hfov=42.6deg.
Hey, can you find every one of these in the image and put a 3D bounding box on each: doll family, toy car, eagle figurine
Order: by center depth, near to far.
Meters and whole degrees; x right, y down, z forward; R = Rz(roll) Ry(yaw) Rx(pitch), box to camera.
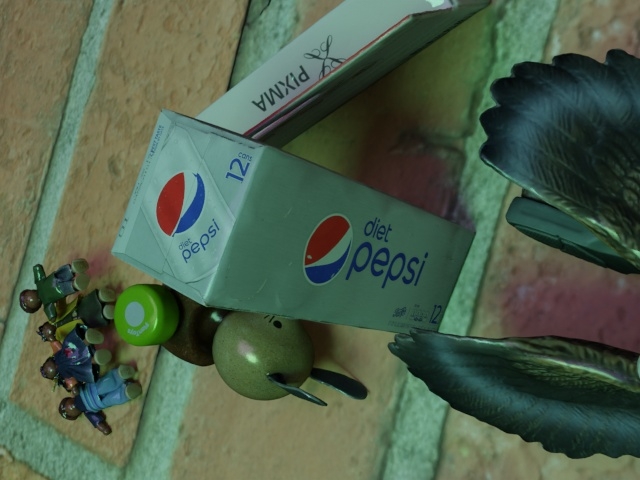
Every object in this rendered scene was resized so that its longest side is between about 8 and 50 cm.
[{"bbox_3d":[0.193,0.056,0.406,0.226,0.225,0.298,-37,40,-7],"label":"eagle figurine"},{"bbox_3d":[-0.045,0.072,0.691,0.188,0.155,0.149,38,104,25],"label":"toy car"},{"bbox_3d":[-0.265,0.116,0.885,0.111,0.076,0.193,-26,70,25],"label":"doll family"}]

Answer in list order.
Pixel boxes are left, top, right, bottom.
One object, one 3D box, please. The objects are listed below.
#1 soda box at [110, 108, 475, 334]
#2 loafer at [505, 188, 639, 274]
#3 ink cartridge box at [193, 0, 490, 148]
[{"bbox_3d":[0.000,0.000,0.577,0.091,0.286,0.098,23,95,35],"label":"soda box"},{"bbox_3d":[0.246,-0.007,0.523,0.267,0.096,0.084,23,89,39],"label":"loafer"},{"bbox_3d":[-0.017,-0.127,0.650,0.275,0.239,0.060,-31,92,28],"label":"ink cartridge box"}]
